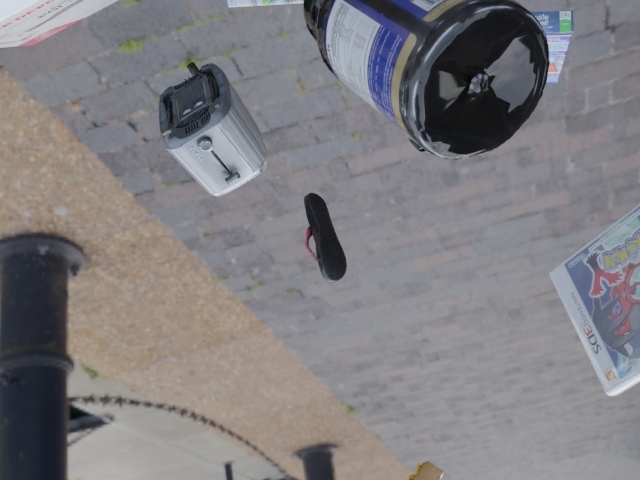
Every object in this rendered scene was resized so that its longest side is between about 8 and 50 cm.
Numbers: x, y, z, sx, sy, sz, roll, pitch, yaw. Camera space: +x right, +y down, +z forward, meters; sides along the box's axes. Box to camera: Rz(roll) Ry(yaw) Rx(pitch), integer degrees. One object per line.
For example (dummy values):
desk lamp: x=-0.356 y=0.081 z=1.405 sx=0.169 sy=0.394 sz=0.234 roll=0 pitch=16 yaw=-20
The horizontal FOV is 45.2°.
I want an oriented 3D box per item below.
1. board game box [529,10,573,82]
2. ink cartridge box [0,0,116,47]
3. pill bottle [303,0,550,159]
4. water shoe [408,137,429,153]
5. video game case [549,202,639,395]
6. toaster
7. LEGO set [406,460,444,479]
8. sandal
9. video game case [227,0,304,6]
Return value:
board game box: x=0.237 y=-0.265 z=1.067 sx=0.201 sy=0.035 sz=0.136 roll=2 pitch=163 yaw=9
ink cartridge box: x=-0.397 y=-0.351 z=1.038 sx=0.207 sy=0.117 sz=0.283 roll=-23 pitch=-166 yaw=11
pill bottle: x=0.071 y=-0.164 z=0.626 sx=0.123 sy=0.219 sz=0.122 roll=-14 pitch=127 yaw=-20
water shoe: x=0.240 y=-0.235 z=1.364 sx=0.073 sy=0.080 sz=0.203 roll=13 pitch=134 yaw=-43
video game case: x=0.383 y=0.057 z=0.913 sx=0.023 sy=0.183 sz=0.201 roll=15 pitch=134 yaw=-35
toaster: x=-0.172 y=-0.177 z=1.229 sx=0.129 sy=0.227 sz=0.146 roll=-30 pitch=128 yaw=7
LEGO set: x=0.035 y=0.359 z=0.837 sx=0.107 sy=0.286 sz=0.132 roll=1 pitch=146 yaw=38
sandal: x=0.000 y=0.000 z=1.299 sx=0.040 sy=0.179 sz=0.067 roll=-35 pitch=141 yaw=27
video game case: x=-0.116 y=-0.534 z=1.545 sx=0.166 sy=0.015 sz=0.119 roll=1 pitch=122 yaw=13
